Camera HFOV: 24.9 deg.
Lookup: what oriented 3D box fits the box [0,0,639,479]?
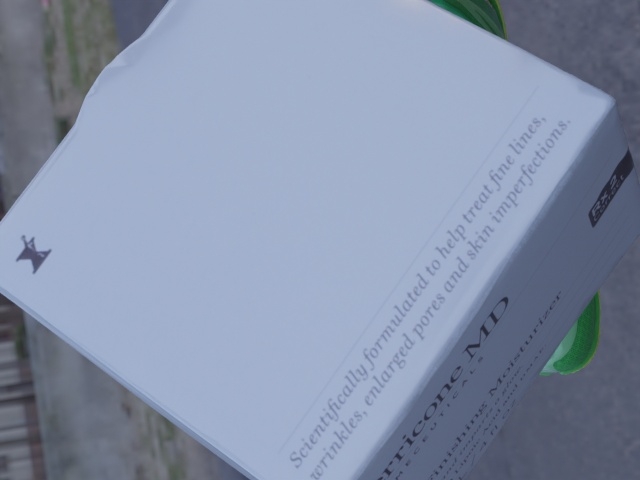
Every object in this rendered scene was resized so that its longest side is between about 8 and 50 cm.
[{"bbox_3d":[0.000,0.000,0.564,0.182,0.181,0.119,33,173,27],"label":"box"}]

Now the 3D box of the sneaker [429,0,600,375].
[{"bbox_3d":[0.102,-0.037,0.967,0.296,0.109,0.123,68,-160,-9],"label":"sneaker"}]
